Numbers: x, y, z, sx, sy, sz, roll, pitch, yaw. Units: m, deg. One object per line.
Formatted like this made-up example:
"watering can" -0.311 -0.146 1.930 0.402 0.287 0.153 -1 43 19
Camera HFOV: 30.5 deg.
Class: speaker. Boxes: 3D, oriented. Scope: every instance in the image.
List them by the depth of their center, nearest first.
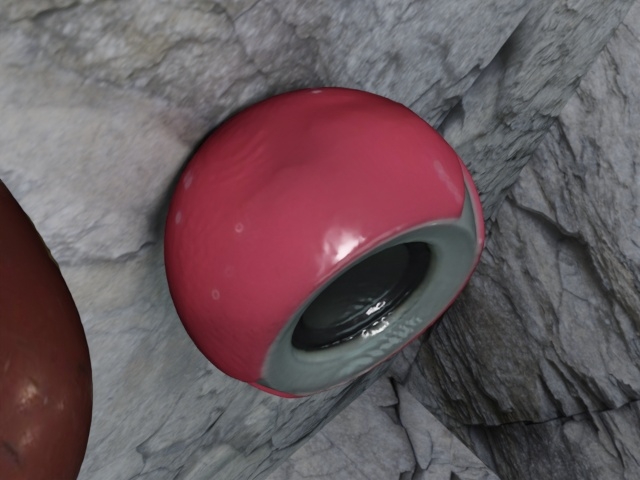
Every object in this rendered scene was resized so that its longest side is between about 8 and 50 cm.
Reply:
"speaker" 0.000 0.000 1.050 0.294 0.294 0.294 -44 166 -14

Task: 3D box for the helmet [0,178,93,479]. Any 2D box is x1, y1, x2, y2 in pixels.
"helmet" -0.263 0.120 0.690 0.337 0.230 0.385 -39 163 -32
